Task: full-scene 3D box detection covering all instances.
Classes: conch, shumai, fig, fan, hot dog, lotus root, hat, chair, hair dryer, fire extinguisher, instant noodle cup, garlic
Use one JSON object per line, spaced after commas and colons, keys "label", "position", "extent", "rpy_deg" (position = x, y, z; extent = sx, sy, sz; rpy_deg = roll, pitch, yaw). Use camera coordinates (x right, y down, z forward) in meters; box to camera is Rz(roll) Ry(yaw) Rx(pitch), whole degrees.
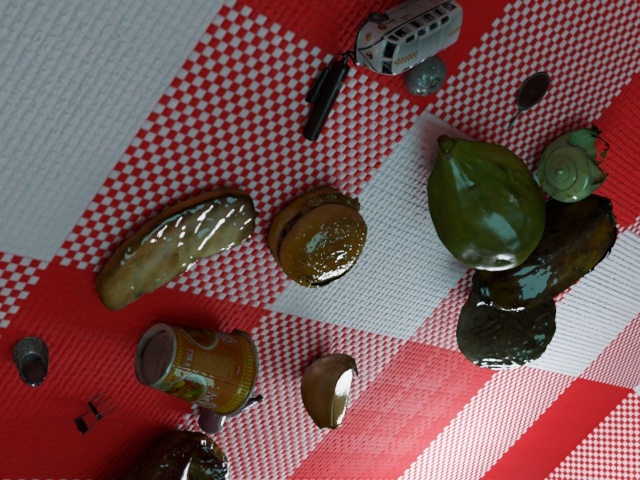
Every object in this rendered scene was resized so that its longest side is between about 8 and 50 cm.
{"label": "conch", "position": [0.569, -0.173, 1.879], "extent": [0.250, 0.143, 0.137], "rpy_deg": [-27, -174, -35]}
{"label": "shumai", "position": [0.462, 0.218, 2.107], "extent": [0.261, 0.225, 0.222], "rpy_deg": [-49, 144, -13]}
{"label": "fig", "position": [0.320, -0.097, 1.664], "extent": [0.233, 0.233, 0.314], "rpy_deg": [-24, 136, -19]}
{"label": "fan", "position": [0.408, -0.276, 1.728], "extent": [0.085, 0.005, 0.133], "rpy_deg": [4, 126, -43]}
{"label": "hot dog", "position": [-0.348, 0.569, 1.833], "extent": [0.387, 0.174, 0.267], "rpy_deg": [-49, 140, 15]}
{"label": "lotus root", "position": [0.500, 0.029, 1.956], "extent": [0.397, 0.179, 0.196], "rpy_deg": [-29, 99, -11]}
{"label": "hat", "position": [-0.484, 0.200, 1.454], "extent": [0.058, 0.042, 0.087], "rpy_deg": [-24, 107, -31]}
{"label": "chair", "position": [-0.424, 0.322, 1.624], "extent": [0.086, 0.037, 0.042], "rpy_deg": [-38, 155, -9]}
{"label": "hair dryer", "position": [-0.184, 0.349, 1.859], "extent": [0.154, 0.054, 0.106], "rpy_deg": [-4, 127, -51]}
{"label": "fire extinguisher", "position": [0.007, -0.241, 1.410], "extent": [0.049, 0.035, 0.173], "rpy_deg": [23, 119, -8]}
{"label": "instant noodle cup", "position": [-0.233, 0.226, 1.602], "extent": [0.185, 0.168, 0.168], "rpy_deg": [23, 112, -42]}
{"label": "garlic", "position": [0.017, 0.312, 1.931], "extent": [0.115, 0.128, 0.207], "rpy_deg": [17, 124, 3]}

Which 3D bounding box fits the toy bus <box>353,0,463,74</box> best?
{"label": "toy bus", "position": [0.140, -0.322, 1.360], "extent": [0.194, 0.089, 0.087], "rpy_deg": [-34, 146, -33]}

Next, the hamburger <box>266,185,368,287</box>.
{"label": "hamburger", "position": [0.003, -0.007, 1.579], "extent": [0.191, 0.118, 0.182], "rpy_deg": [-47, 146, 4]}

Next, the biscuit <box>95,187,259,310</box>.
{"label": "biscuit", "position": [-0.241, 0.006, 1.443], "extent": [0.299, 0.045, 0.154], "rpy_deg": [-28, 143, -12]}

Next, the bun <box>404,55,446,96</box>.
{"label": "bun", "position": [0.185, -0.281, 1.500], "extent": [0.083, 0.045, 0.083], "rpy_deg": [-24, 146, -18]}
